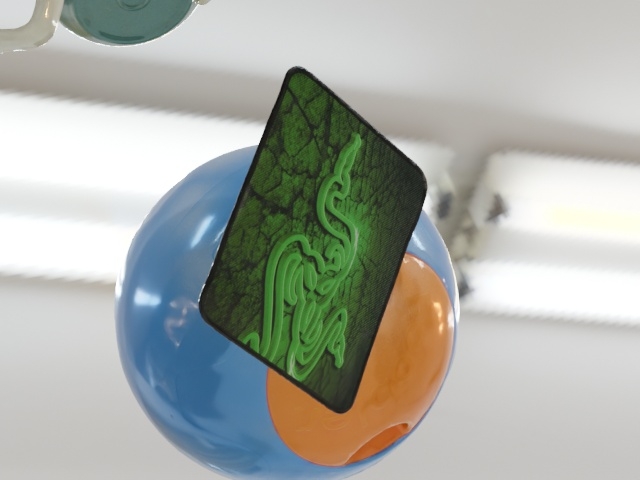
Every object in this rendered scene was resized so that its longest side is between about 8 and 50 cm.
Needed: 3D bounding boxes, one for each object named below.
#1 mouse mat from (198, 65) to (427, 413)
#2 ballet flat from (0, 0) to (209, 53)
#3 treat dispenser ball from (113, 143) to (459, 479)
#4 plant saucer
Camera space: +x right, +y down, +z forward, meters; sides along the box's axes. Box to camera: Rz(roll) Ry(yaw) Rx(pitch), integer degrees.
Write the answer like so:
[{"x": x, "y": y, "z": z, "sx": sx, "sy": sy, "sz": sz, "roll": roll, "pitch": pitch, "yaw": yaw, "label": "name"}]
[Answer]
[{"x": 0.000, "y": 0.000, "z": 1.217, "sx": 0.007, "sy": 0.190, "sz": 0.152, "roll": -2, "pitch": -31, "yaw": 45, "label": "mouse mat"}, {"x": -0.157, "y": -0.199, "z": 1.108, "sx": 0.482, "sy": 0.182, "sz": 0.164, "roll": -15, "pitch": -30, "yaw": 10, "label": "ballet flat"}, {"x": -0.028, "y": 0.061, "z": 1.552, "sx": 0.288, "sy": 0.288, "sz": 0.288, "roll": -9, "pitch": -49, "yaw": -11, "label": "treat dispenser ball"}, {"x": -0.134, "y": -0.178, "z": 1.317, "sx": 0.119, "sy": 0.021, "sz": 0.119, "roll": -11, "pitch": -42, "yaw": -11, "label": "plant saucer"}]
